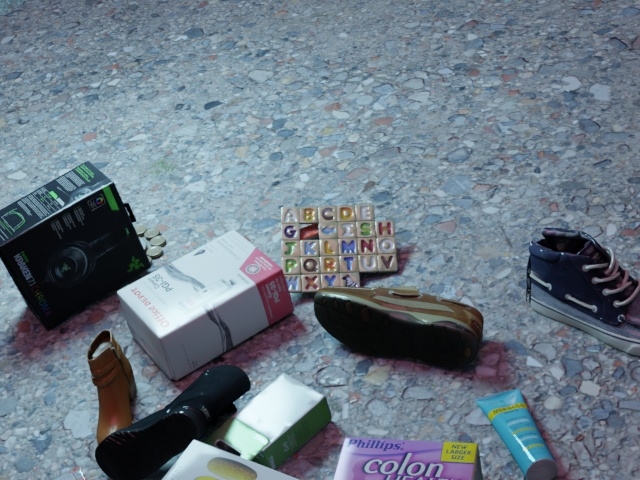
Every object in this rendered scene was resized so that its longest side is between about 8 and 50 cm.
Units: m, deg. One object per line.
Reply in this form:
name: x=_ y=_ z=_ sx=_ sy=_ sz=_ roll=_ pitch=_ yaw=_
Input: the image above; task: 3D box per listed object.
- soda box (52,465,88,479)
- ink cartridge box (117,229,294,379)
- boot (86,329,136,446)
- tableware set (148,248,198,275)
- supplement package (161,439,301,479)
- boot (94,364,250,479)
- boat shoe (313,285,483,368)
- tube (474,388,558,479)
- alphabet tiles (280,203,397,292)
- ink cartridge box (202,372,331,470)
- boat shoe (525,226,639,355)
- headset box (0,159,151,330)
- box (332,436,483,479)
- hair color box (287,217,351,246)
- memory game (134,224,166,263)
soda box: x=-0.382 y=0.454 z=1.707 sx=0.058 sy=0.063 sz=0.183 roll=-28 pitch=37 yaw=-19
ink cartridge box: x=-0.229 y=0.123 z=2.062 sx=0.283 sy=0.117 sz=0.207 roll=-29 pitch=39 yaw=-21
boot: x=-0.387 y=0.272 z=1.880 sx=0.073 sy=0.152 sz=0.197 roll=-10 pitch=36 yaw=4
tableware set: x=-0.327 y=0.070 z=2.184 sx=0.168 sy=0.020 sz=0.141 roll=-31 pitch=-2 yaw=-21
supplement package: x=-0.121 y=0.429 z=1.584 sx=0.244 sy=0.134 sz=0.139 roll=14 pitch=44 yaw=27
boot: x=-0.253 y=0.319 z=1.829 sx=0.246 sy=0.094 sz=0.207 roll=-30 pitch=3 yaw=28
boat shoe: x=0.149 y=0.145 z=1.927 sx=0.324 sy=0.122 sz=0.120 roll=14 pitch=38 yaw=21
tube: x=0.324 y=0.312 z=1.696 sx=0.080 sy=0.052 sz=0.207 roll=-8 pitch=28 yaw=-9
alphabet tiles: x=0.037 y=0.015 z=2.138 sx=0.237 sy=0.009 sz=0.198 roll=-2 pitch=62 yaw=0
ink cartridge box: x=-0.093 y=0.328 z=1.787 sx=0.109 sy=0.062 sz=0.209 roll=24 pitch=50 yaw=40
boat shoe: x=0.512 y=0.087 z=1.840 sx=0.340 sy=0.158 sz=0.127 roll=17 pitch=45 yaw=35
headset box: x=-0.524 y=0.005 z=2.194 sx=0.283 sy=0.246 sz=0.131 roll=-32 pitch=41 yaw=-20
box: x=0.122 y=0.424 z=1.542 sx=0.213 sy=0.117 sz=0.243 roll=0 pitch=37 yaw=18
hair color box: x=0.000 y=0.000 z=2.197 sx=0.141 sy=0.072 sz=0.043 roll=-21 pitch=36 yaw=-9
memory game: x=-0.441 y=0.023 z=2.357 sx=0.186 sy=0.012 sz=0.186 roll=-8 pitch=36 yaw=6
